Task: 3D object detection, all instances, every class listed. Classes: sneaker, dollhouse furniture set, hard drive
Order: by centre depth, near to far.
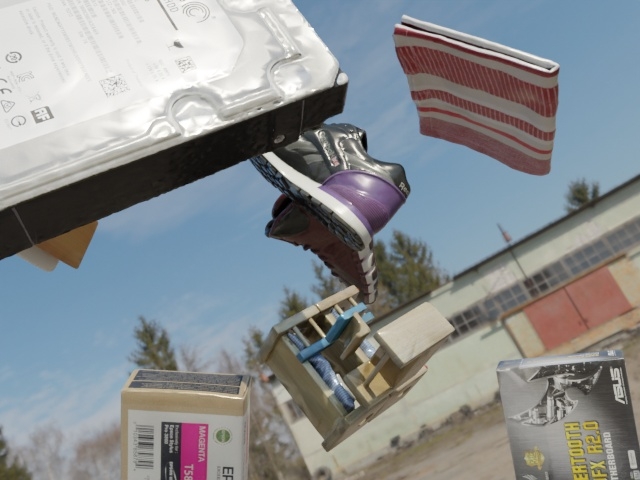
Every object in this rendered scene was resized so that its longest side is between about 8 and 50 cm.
[{"bbox_3d":[-0.178,-0.139,0.552,0.339,0.237,0.064,-24,-24,-20],"label":"hard drive"},{"bbox_3d":[0.045,0.096,0.692,0.129,0.129,0.183,-24,-26,-39],"label":"dollhouse furniture set"},{"bbox_3d":[-0.003,-0.111,0.909,0.124,0.283,0.107,-45,-25,-9],"label":"sneaker"},{"bbox_3d":[0.000,0.000,1.059,0.162,0.106,0.281,-9,-48,3],"label":"sneaker"}]

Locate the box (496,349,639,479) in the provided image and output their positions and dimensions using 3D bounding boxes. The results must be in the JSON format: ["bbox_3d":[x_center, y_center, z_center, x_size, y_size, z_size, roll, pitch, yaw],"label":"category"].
[{"bbox_3d":[0.376,0.287,1.015,0.183,0.231,0.056,-9,2,20],"label":"box"}]

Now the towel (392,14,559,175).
[{"bbox_3d":[0.240,-0.204,1.028,0.037,0.237,0.329,-62,-22,-8],"label":"towel"}]

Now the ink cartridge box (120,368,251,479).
[{"bbox_3d":[-0.213,0.332,1.078,0.193,0.234,0.088,3,12,0],"label":"ink cartridge box"}]

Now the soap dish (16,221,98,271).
[{"bbox_3d":[-0.475,-0.102,1.010,0.118,0.291,0.229,-43,-18,-8],"label":"soap dish"}]
